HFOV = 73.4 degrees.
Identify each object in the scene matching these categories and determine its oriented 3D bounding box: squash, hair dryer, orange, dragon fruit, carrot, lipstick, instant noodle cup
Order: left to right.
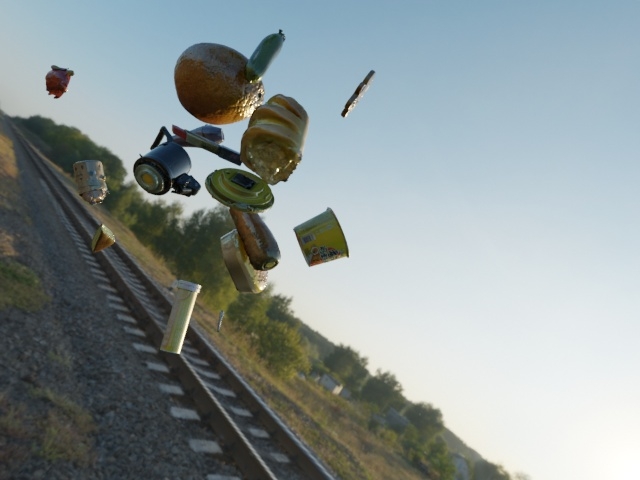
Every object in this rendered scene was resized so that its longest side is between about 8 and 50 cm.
[{"bbox_3d":[-0.926,-0.557,1.498,0.126,0.112,0.068,12,-6,41],"label":"dragon fruit"},{"bbox_3d":[-0.683,-0.603,2.435,0.361,0.300,0.121,-97,179,-65],"label":"hair dryer"},{"bbox_3d":[-0.470,-0.396,1.787,0.312,0.051,0.051,21,19,-26],"label":"lipstick"},{"bbox_3d":[-0.407,-0.628,1.747,0.356,0.322,0.322,13,-14,0],"label":"orange"},{"bbox_3d":[-0.256,-0.020,1.713,0.139,0.138,0.302,74,-10,-70],"label":"carrot"},{"bbox_3d":[-0.205,-0.716,1.638,0.087,0.332,0.087,16,-34,11],"label":"squash"},{"bbox_3d":[0.000,0.000,2.020,0.264,0.200,0.265,157,-90,-84],"label":"instant noodle cup"}]

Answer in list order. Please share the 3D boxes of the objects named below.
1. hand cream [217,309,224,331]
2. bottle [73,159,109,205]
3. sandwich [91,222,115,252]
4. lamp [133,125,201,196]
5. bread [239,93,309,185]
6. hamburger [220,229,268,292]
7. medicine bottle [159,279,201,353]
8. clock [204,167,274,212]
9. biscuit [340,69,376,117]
[{"bbox_3d":[-0.435,0.348,1.851,0.019,0.093,0.030,17,-20,-21],"label":"hand cream"},{"bbox_3d":[-0.795,-0.196,1.494,0.099,0.098,0.152,176,-98,-71],"label":"bottle"},{"bbox_3d":[-0.505,-0.006,1.004,0.044,0.083,0.031,-1,55,-48],"label":"sandwich"},{"bbox_3d":[-0.783,-0.358,2.103,0.374,0.272,0.205,51,-56,5],"label":"lamp"},{"bbox_3d":[-0.171,-0.370,1.515,0.211,0.270,0.315,14,-17,-20],"label":"bread"},{"bbox_3d":[-0.322,0.090,1.847,0.227,0.151,0.296,-107,-178,-60],"label":"hamburger"},{"bbox_3d":[-0.437,0.237,1.339,0.073,0.218,0.074,13,-11,2],"label":"medicine bottle"},{"bbox_3d":[-0.252,-0.176,1.384,0.237,0.237,0.057,35,-57,11],"label":"clock"},{"bbox_3d":[0.169,-0.636,1.852,0.039,0.236,0.180,34,-13,-1],"label":"biscuit"}]
